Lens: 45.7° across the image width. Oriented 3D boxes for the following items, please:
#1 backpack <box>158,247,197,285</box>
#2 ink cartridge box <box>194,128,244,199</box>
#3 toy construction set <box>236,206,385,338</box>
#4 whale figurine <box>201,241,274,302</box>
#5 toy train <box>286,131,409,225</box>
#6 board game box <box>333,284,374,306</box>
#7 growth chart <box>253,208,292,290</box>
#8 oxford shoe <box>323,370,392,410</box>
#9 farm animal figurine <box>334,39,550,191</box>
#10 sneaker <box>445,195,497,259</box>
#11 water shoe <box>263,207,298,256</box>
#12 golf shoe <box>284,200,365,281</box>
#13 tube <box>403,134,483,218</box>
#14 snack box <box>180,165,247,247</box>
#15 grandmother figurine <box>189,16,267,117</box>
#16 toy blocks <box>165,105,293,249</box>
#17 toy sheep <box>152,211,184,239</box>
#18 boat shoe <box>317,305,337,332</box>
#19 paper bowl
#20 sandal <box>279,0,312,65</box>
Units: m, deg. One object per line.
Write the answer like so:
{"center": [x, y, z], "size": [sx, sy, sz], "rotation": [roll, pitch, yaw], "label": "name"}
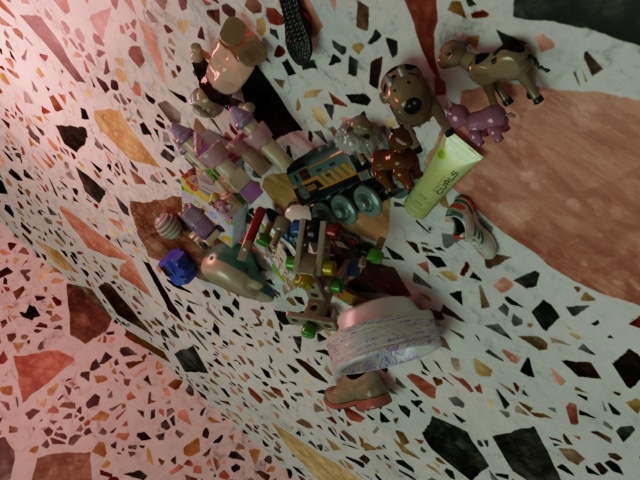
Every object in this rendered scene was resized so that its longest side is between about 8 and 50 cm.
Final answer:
{"center": [-0.496, 0.101, 2.688], "size": [0.101, 0.098, 0.120], "rotation": [-8, 121, 49], "label": "backpack"}
{"center": [-0.280, -0.201, 2.100], "size": [0.128, 0.072, 0.175], "rotation": [27, 144, 26], "label": "ink cartridge box"}
{"center": [-0.046, 0.083, 1.763], "size": [0.309, 0.237, 0.257], "rotation": [21, 159, 0], "label": "toy construction set"}
{"center": [-0.245, 0.100, 2.393], "size": [0.216, 0.141, 0.272], "rotation": [10, 159, 44], "label": "whale figurine"}
{"center": [0.059, -0.140, 1.725], "size": [0.334, 0.142, 0.190], "rotation": [-18, 104, 56], "label": "toy train"}
{"center": [0.076, 0.146, 2.019], "size": [0.124, 0.039, 0.259], "rotation": [28, 179, 26], "label": "board game box"}
{"center": [-0.139, 0.024, 2.210], "size": [0.172, 0.021, 0.237], "rotation": [49, 159, 32], "label": "growth chart"}
{"center": [0.108, 0.464, 2.427], "size": [0.348, 0.123, 0.130], "rotation": [-20, 85, 58], "label": "oxford shoe"}
{"center": [0.189, -0.256, 1.355], "size": [0.172, 0.330, 0.327], "rotation": [57, 176, -23], "label": "farm animal figurine"}
{"center": [0.315, -0.012, 1.621], "size": [0.057, 0.075, 0.161], "rotation": [-6, 122, 52], "label": "sneaker"}
{"center": [-0.072, -0.025, 2.090], "size": [0.203, 0.073, 0.080], "rotation": [48, 121, -2], "label": "water shoe"}
{"center": [0.000, 0.000, 1.967], "size": [0.273, 0.120, 0.105], "rotation": [36, 149, 16], "label": "golf shoe"}
{"center": [0.246, -0.133, 1.583], "size": [0.070, 0.062, 0.240], "rotation": [8, 147, -17], "label": "tube"}
{"center": [-0.318, -0.099, 2.269], "size": [0.207, 0.070, 0.174], "rotation": [37, 148, 16], "label": "snack box"}
{"center": [-0.231, -0.382, 1.813], "size": [0.207, 0.104, 0.342], "rotation": [57, 151, -2], "label": "grandmother figurine"}
{"center": [-0.277, -0.181, 1.832], "size": [0.260, 0.309, 0.289], "rotation": [46, 169, -14], "label": "toy blocks"}
{"center": [-0.511, -0.050, 2.540], "size": [0.132, 0.091, 0.091], "rotation": [38, 154, -26], "label": "toy sheep"}
{"center": [0.017, 0.244, 2.297], "size": [0.072, 0.068, 0.190], "rotation": [37, 160, -10], "label": "boat shoe"}
{"center": [0.153, 0.236, 1.934], "size": [0.284, 0.284, 0.148], "rotation": [136, 124, -59], "label": "paper bowl"}
{"center": [-0.045, -0.452, 1.571], "size": [0.067, 0.040, 0.179], "rotation": [6, 118, 39], "label": "sandal"}
